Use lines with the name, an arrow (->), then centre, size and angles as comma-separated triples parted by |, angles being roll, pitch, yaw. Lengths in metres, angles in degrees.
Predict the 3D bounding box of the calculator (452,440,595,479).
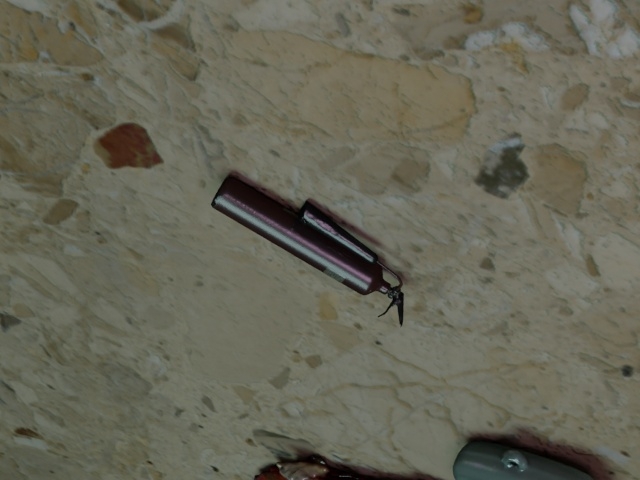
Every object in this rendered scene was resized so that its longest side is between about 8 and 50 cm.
calculator -> 0.201, 0.255, 1.596 | 0.141, 0.045, 0.246 | 14, 146, 36

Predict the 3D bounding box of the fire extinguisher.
fire extinguisher -> 0.000, 0.000, 1.404 | 0.173, 0.035, 0.049 | 31, 111, -5

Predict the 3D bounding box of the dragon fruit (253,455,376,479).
dragon fruit -> 0.037, 0.339, 1.816 | 0.282, 0.100, 0.343 | 11, 145, 32
